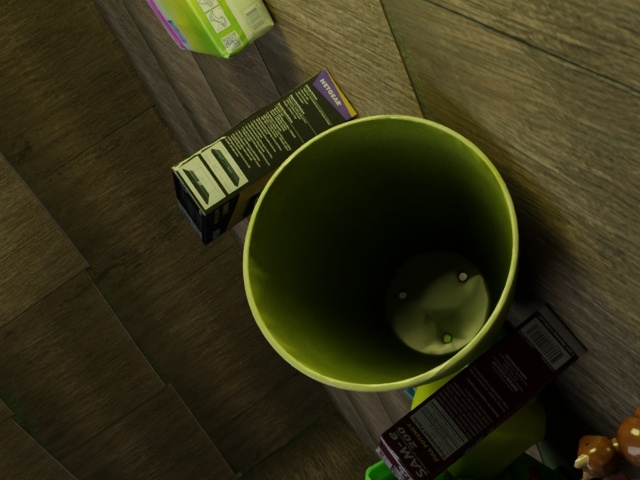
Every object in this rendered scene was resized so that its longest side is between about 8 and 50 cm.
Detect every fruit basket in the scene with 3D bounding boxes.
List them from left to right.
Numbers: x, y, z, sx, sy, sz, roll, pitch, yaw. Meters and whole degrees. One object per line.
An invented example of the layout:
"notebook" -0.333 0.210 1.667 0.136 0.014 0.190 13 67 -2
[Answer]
"fruit basket" 0.223 0.302 1.216 0.283 0.392 0.392 30 159 26

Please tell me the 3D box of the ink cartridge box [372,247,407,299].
"ink cartridge box" 0.080 0.023 1.277 0.224 0.056 0.181 62 -158 -45

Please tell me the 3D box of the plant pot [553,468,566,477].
"plant pot" 0.353 0.395 1.404 0.081 0.081 0.083 47 157 39

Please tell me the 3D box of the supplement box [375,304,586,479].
"supplement box" 0.177 0.184 1.053 0.073 0.239 0.130 51 170 16

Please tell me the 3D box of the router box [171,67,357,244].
"router box" -0.088 -0.108 1.328 0.081 0.243 0.309 55 171 2

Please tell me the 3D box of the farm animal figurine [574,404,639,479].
"farm animal figurine" 0.323 0.328 0.840 0.327 0.172 0.330 41 149 48

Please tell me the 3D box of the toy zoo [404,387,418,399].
"toy zoo" 0.169 0.241 1.593 0.293 0.030 0.192 44 165 44

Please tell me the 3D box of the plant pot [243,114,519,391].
"plant pot" 0.098 0.045 1.019 0.275 0.275 0.293 50 -175 24

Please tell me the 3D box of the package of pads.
"package of pads" -0.196 -0.386 1.330 0.229 0.101 0.296 58 169 -23
